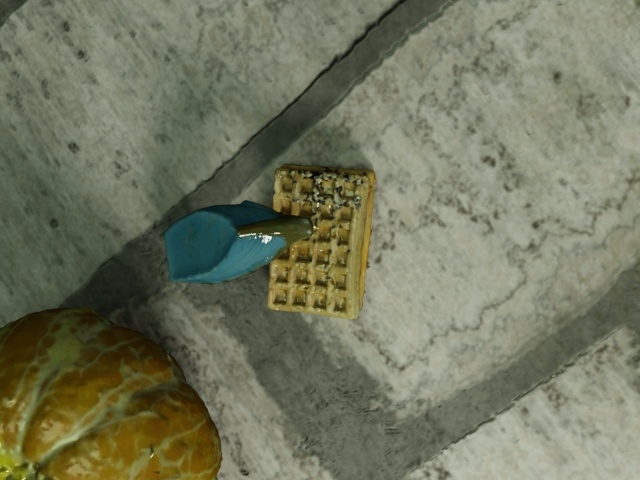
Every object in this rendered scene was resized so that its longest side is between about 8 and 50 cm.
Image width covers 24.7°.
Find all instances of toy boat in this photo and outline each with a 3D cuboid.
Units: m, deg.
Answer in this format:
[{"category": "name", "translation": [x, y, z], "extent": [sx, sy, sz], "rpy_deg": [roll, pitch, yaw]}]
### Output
[{"category": "toy boat", "translation": [-0.083, 0.001, 1.442], "extent": [0.185, 0.077, 0.075], "rpy_deg": [-20, 77, 55]}]

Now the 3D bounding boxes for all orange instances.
[{"category": "orange", "translation": [-0.251, 0.232, 1.465], "extent": [0.329, 0.249, 0.329], "rpy_deg": [2, 97, 16]}]

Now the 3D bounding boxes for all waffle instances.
[{"category": "waffle", "translation": [-0.001, 0.000, 1.448], "extent": [0.102, 0.042, 0.148], "rpy_deg": [7, 96, 23]}]
